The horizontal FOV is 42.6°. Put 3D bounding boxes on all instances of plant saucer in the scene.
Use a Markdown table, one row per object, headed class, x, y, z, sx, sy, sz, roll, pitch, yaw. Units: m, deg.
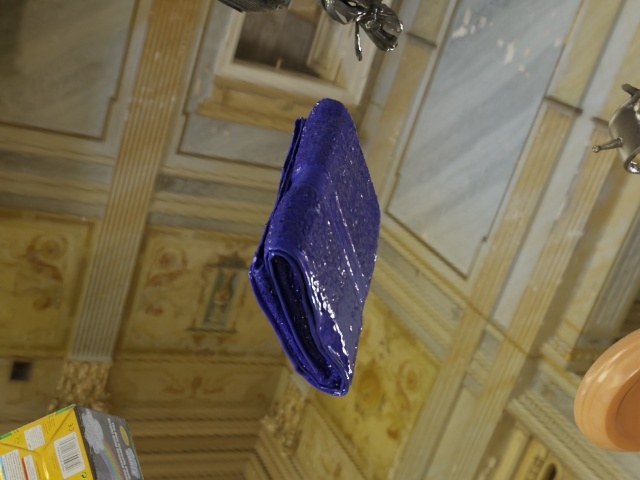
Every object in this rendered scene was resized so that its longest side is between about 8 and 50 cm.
| class | x | y | z | sx | sy | sz | roll | pitch | yaw |
| --- | --- | --- | --- | --- | --- | --- | --- | --- | --- |
| plant saucer | 0.406 | 0.186 | 0.994 | 0.200 | 0.200 | 0.037 | 11 | -153 | -21 |

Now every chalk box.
| class | x | y | z | sx | sy | sz | roll | pitch | yaw |
| --- | --- | --- | --- | --- | --- | --- | --- | --- | --- |
| chalk box | -0.340 | 0.330 | 1.166 | 0.213 | 0.132 | 0.132 | 60 | -174 | -67 |

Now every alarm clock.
| class | x | y | z | sx | sy | sz | roll | pitch | yaw |
| --- | --- | --- | --- | --- | --- | --- | --- | --- | --- |
| alarm clock | 0.355 | -0.116 | 0.783 | 0.192 | 0.129 | 0.064 | 1 | -115 | -36 |

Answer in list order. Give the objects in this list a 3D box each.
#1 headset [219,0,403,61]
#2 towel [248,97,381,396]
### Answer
| class | x | y | z | sx | sy | sz | roll | pitch | yaw |
| --- | --- | --- | --- | --- | --- | --- | --- | --- | --- |
| headset | -0.049 | -0.327 | 0.786 | 0.394 | 0.243 | 0.185 | 55 | -157 | 21 |
| towel | 0.000 | 0.000 | 0.972 | 0.076 | 0.227 | 0.308 | -5 | -141 | 18 |
